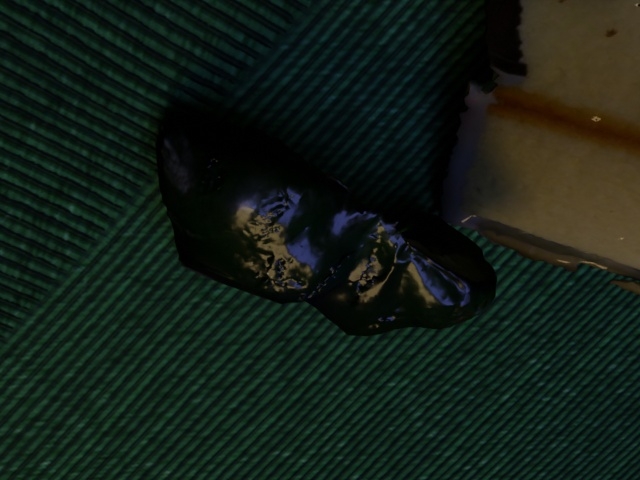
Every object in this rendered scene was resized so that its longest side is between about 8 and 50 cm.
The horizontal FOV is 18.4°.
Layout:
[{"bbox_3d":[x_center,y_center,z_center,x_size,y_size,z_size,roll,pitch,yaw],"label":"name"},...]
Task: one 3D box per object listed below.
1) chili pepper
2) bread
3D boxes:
[{"bbox_3d":[-0.006,0.005,1.357,0.265,0.148,0.116,25,96,-34],"label":"chili pepper"},{"bbox_3d":[0.286,-0.035,1.266,0.242,0.405,0.345,-25,144,-17],"label":"bread"}]
